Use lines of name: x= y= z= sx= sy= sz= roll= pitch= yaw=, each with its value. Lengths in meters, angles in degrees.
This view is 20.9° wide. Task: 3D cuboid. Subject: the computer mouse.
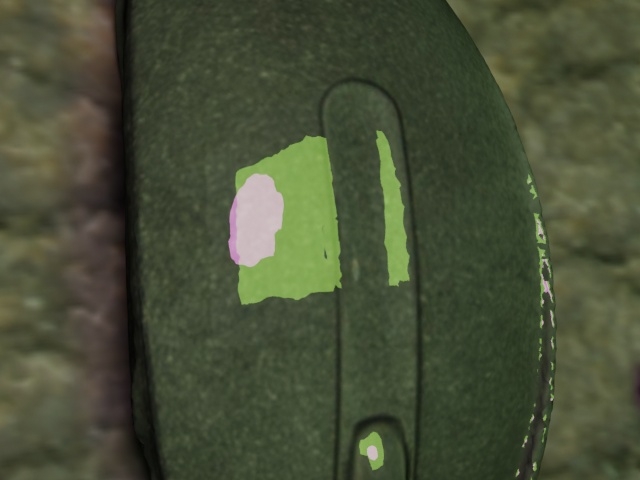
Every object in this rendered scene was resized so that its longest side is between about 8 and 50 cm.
computer mouse: x=0.000 y=-0.001 z=0.802 sx=0.203 sy=0.114 sz=0.374 roll=-5 pitch=78 yaw=-27
